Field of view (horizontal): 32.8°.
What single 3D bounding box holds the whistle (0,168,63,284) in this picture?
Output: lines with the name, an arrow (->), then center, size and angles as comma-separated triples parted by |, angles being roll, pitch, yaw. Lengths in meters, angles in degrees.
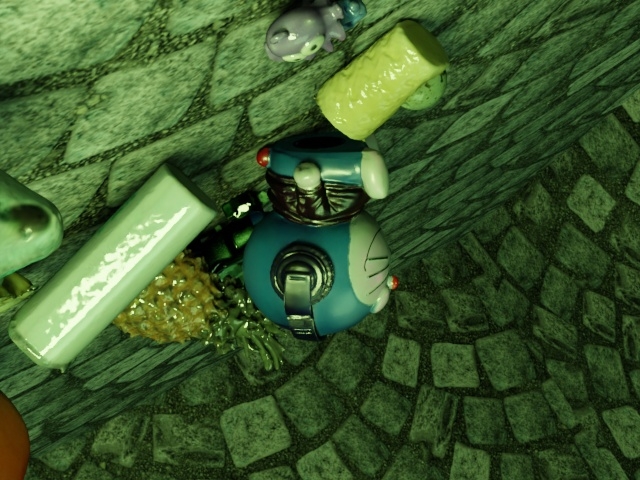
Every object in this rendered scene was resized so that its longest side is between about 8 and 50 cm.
whistle -> -0.422, 0.020, 0.875 | 0.404, 0.188, 0.168 | -29, 170, -11

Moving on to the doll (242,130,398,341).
doll -> 0.000, 0.000, 1.653 | 0.240, 0.310, 0.284 | 2, -161, 11

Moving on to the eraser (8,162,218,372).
eraser -> -0.268, 0.032, 1.432 | 0.290, 0.104, 0.189 | -45, 180, 2

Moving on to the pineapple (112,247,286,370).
pineapple -> -0.174, 0.110, 1.703 | 0.340, 0.169, 0.169 | 27, 134, -27

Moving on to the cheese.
cheese -> 0.087, -0.218, 1.490 | 0.167, 0.094, 0.123 | -37, 167, 25

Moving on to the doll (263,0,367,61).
doll -> -0.002, -0.241, 1.220 | 0.110, 0.067, 0.206 | -27, -176, 33

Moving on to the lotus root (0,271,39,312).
lotus root -> -0.458, 0.071, 1.344 | 0.203, 0.078, 0.183 | -23, 179, -22

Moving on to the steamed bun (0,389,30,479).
steamed bun -> -0.587, 0.268, 1.413 | 0.235, 0.248, 0.379 | -39, 157, 27

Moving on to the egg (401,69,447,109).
egg -> 0.141, -0.232, 1.589 | 0.085, 0.085, 0.110 | -39, -170, 38

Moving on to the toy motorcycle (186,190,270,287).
toy motorcycle -> -0.204, 0.044, 1.845 | 0.331, 0.125, 0.196 | -30, 172, 16
